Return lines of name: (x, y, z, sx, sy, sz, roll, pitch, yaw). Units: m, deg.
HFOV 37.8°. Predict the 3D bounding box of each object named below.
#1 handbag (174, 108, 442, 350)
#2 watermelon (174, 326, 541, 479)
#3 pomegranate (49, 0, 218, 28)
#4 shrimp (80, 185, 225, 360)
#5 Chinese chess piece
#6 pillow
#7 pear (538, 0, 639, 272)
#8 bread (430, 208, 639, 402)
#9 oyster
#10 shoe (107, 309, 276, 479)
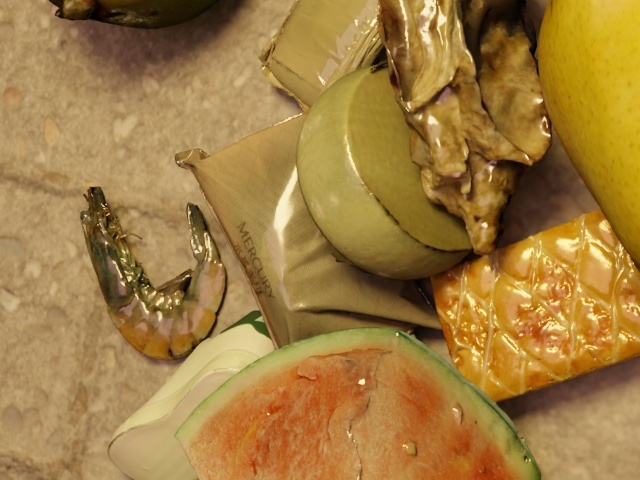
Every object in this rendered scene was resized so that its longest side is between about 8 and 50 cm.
handbag: (0.000, 0.000, 0.870, 0.182, 0.117, 0.271, -27, 83, 5)
watermelon: (0.083, 0.217, 0.767, 0.222, 0.292, 0.319, -56, 30, 1)
pomegranate: (-0.186, -0.374, 0.939, 0.260, 0.260, 0.341, 12, 89, 28)
shrimp: (-0.181, 0.020, 1.011, 0.150, 0.051, 0.217, -33, 80, 19)
Chinese chess piece: (0.066, -0.059, 0.805, 0.083, 0.188, 0.189, -29, 72, 46)
pillow: (0.023, -0.219, 0.914, 0.119, 0.053, 0.208, 42, 105, 28)
pear: (0.271, -0.111, 0.634, 0.284, 0.285, 0.336, 21, 55, 27)
bread: (0.195, 0.056, 0.794, 0.188, 0.068, 0.126, -24, 76, 24)
oyster: (0.116, -0.176, 0.741, 0.096, 0.221, 0.361, -9, 72, 45)
shoe: (-0.119, 0.163, 0.952, 0.095, 0.110, 0.265, 40, 133, -14)
